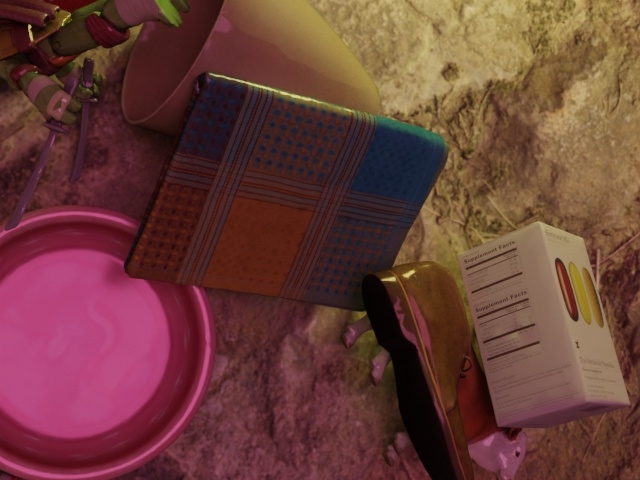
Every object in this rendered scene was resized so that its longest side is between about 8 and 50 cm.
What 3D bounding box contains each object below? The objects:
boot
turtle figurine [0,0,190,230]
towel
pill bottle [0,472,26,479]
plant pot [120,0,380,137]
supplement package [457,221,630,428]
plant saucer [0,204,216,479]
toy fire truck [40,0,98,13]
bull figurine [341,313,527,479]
[{"bbox_3d":[0.155,0.173,1.193,0.115,0.112,0.305,-16,91,-25],"label":"boot"},{"bbox_3d":[-0.262,-0.185,1.082,0.266,0.198,0.274,-29,80,13],"label":"turtle figurine"},{"bbox_3d":[-0.031,-0.047,1.161,0.370,0.040,0.271,10,114,-36],"label":"towel"},{"bbox_3d":[-0.305,0.345,1.117,0.180,0.108,0.107,17,80,-18],"label":"pill bottle"},{"bbox_3d":[-0.069,-0.205,1.193,0.274,0.256,0.256,26,77,-31],"label":"plant pot"},{"bbox_3d":[0.298,0.118,1.271,0.139,0.134,0.244,14,59,-49],"label":"supplement package"},{"bbox_3d":[-0.297,0.125,1.148,0.332,0.084,0.332,2,83,-19],"label":"plant saucer"},{"bbox_3d":[-0.351,-0.399,1.135,0.254,0.169,0.302,-36,101,9],"label":"toy fire truck"},{"bbox_3d":[0.162,0.208,1.293,0.188,0.101,0.310,-22,94,-18],"label":"bull figurine"}]
